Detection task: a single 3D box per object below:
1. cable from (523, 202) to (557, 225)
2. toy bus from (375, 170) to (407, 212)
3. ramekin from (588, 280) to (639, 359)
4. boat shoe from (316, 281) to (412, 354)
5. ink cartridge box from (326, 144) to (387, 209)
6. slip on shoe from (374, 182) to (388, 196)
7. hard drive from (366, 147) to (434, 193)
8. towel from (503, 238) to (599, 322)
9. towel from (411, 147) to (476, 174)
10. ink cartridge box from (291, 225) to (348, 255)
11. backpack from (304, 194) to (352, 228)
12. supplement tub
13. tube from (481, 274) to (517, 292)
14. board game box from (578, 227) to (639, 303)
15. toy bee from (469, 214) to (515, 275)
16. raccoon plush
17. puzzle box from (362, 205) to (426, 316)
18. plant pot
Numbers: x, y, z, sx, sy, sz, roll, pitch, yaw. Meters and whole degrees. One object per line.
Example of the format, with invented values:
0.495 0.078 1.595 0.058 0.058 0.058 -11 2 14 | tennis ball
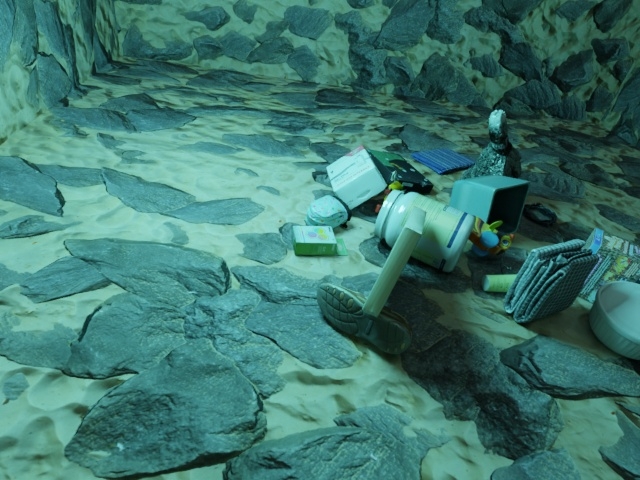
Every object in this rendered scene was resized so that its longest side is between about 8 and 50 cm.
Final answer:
1.077 -0.135 2.052 0.151 0.047 0.184 6 37 -6 | cable
0.329 -0.165 1.779 0.104 0.202 0.191 28 83 21 | toy bus
1.050 0.276 1.400 0.273 0.127 0.272 2 43 -2 | ramekin
0.133 0.228 1.271 0.324 0.123 0.116 32 22 19 | boat shoe
0.154 -0.284 1.845 0.207 0.117 0.283 -31 30 11 | ink cartridge box
0.275 -0.244 1.991 0.135 0.041 0.051 -19 46 -34 | slip on shoe
0.388 -0.355 2.117 0.237 0.064 0.339 3 36 -31 | hard drive
0.778 0.145 1.398 0.235 0.283 0.121 -9 42 -24 | towel
0.717 -0.466 2.422 0.336 0.040 0.243 -16 42 -35 | towel
0.000 0.000 1.573 0.209 0.062 0.109 1 36 -14 | ink cartridge box
0.022 -0.110 1.684 0.182 0.115 0.152 -24 51 -35 | backpack
0.394 -0.044 1.591 0.325 0.235 0.235 26 39 19 | supplement tub
0.721 0.159 1.537 0.240 0.070 0.062 3 53 -8 | tube
1.108 0.132 1.546 0.291 0.232 0.141 29 39 22 | board game box
0.685 0.004 1.667 0.162 0.195 0.298 -32 91 -25 | toy bee
0.784 -0.408 2.020 0.216 0.446 0.299 -28 26 -35 | raccoon plush
0.243 0.045 1.299 0.052 0.272 0.409 27 19 9 | puzzle box
0.723 -0.171 1.855 0.248 0.247 0.252 -13 32 -30 | plant pot
